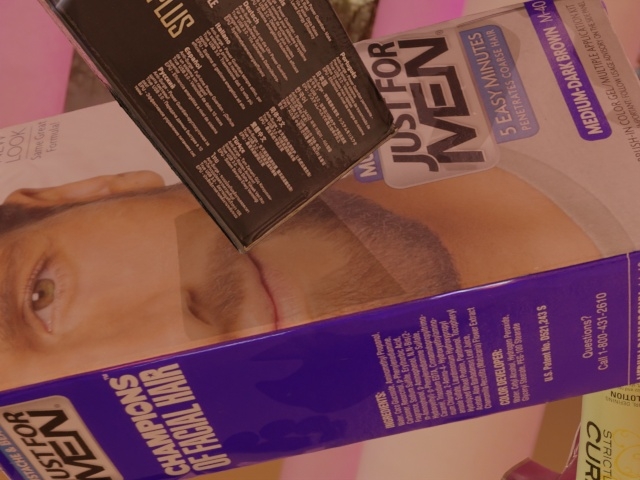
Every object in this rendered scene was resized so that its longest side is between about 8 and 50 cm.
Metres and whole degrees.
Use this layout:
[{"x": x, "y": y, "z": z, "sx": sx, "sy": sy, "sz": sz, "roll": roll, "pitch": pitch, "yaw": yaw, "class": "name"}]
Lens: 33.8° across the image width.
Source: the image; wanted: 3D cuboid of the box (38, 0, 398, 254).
[{"x": -0.070, "y": -0.107, "z": 0.381, "sx": 0.180, "sy": 0.077, "sz": 0.147, "roll": 55, "pitch": 175, "yaw": -40, "class": "box"}]

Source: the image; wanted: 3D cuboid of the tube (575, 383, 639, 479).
[{"x": 0.209, "y": 0.130, "z": 0.700, "sx": 0.062, "sy": 0.240, "sz": 0.070, "roll": -15, "pitch": -152, "yaw": -17, "class": "tube"}]

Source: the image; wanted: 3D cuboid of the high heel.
[{"x": 0.300, "y": 0.232, "z": 1.076, "sx": 0.244, "sy": 0.082, "sz": 0.117, "roll": -16, "pitch": -150, "yaw": -40, "class": "high heel"}]

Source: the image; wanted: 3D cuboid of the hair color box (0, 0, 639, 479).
[{"x": 0.000, "y": 0.000, "z": 0.532, "sx": 0.338, "sy": 0.110, "sz": 0.185, "roll": -14, "pitch": -133, "yaw": 5, "class": "hair color box"}]
